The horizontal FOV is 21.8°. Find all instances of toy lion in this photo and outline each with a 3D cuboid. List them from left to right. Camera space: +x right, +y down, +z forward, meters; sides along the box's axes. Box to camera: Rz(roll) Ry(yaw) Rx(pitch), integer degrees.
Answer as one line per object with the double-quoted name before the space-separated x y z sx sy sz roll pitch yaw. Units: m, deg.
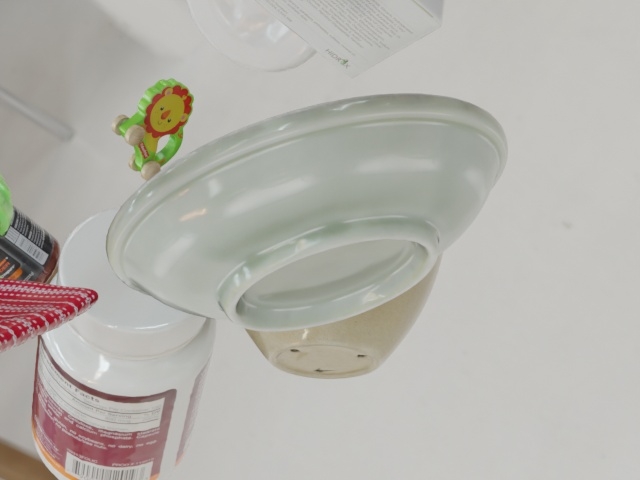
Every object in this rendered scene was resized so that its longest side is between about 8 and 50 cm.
"toy lion" -0.177 -0.128 1.836 0.096 0.100 0.034 -40 54 -17

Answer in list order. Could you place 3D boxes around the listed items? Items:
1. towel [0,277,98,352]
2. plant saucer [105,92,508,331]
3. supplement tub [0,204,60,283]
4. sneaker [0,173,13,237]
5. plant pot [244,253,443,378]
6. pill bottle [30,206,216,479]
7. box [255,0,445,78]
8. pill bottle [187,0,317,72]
"towel" -0.306 0.053 1.260 0.199 0.275 0.031 7 99 12
"plant saucer" 0.000 0.000 1.592 0.400 0.400 0.100 -29 67 26
"supplement tub" -0.432 -0.012 2.106 0.106 0.198 0.106 -31 37 27
"sneaker" -0.484 -0.023 1.487 0.482 0.185 0.202 7 100 21
"plant pot" 0.007 0.055 1.966 0.284 0.284 0.191 -14 62 36
"pill bottle" -0.254 0.146 2.139 0.392 0.224 0.224 108 161 -52
"box" 0.023 -0.185 1.095 0.087 0.102 0.101 -26 40 38
"pill bottle" -0.007 -0.331 1.879 0.176 0.176 0.318 -15 21 35
